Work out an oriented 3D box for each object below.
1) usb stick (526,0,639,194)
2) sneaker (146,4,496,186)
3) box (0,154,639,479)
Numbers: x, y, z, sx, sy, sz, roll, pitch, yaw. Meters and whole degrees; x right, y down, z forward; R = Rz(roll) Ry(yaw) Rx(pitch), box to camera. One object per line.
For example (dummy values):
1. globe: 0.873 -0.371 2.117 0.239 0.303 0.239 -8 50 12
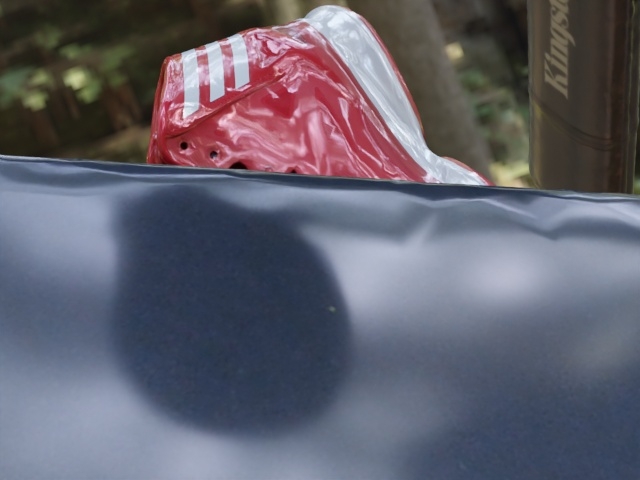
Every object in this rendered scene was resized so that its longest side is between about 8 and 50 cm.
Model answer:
1. usb stick: 0.138 -0.115 0.975 0.045 0.278 0.077 -25 51 -15
2. sneaker: 0.000 0.000 0.770 0.128 0.221 0.087 -16 -38 -27
3. box: -0.098 0.225 0.607 0.480 0.297 0.472 3 -40 -14
